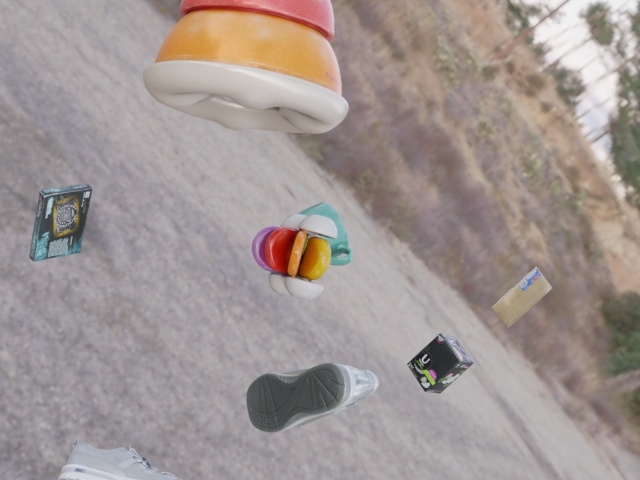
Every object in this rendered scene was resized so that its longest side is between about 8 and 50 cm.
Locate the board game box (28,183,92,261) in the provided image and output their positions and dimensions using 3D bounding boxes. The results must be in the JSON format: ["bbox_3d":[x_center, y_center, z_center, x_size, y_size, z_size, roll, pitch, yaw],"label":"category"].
[{"bbox_3d":[-0.604,-0.041,2.286,0.126,0.186,0.026,-13,43,-42],"label":"board game box"}]

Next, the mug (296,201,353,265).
[{"bbox_3d":[-0.004,-0.009,2.225,0.158,0.097,0.129,20,-48,63],"label":"mug"}]

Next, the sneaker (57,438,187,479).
[{"bbox_3d":[-0.353,0.445,1.888,0.281,0.105,0.115,19,45,-18],"label":"sneaker"}]

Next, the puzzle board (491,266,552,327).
[{"bbox_3d":[0.428,0.120,2.095,0.096,0.128,0.011,44,4,-46],"label":"puzzle board"}]

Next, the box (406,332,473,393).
[{"bbox_3d":[0.199,0.204,1.635,0.052,0.083,0.062,18,33,-52],"label":"box"}]

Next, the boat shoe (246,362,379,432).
[{"bbox_3d":[-0.027,0.301,1.899,0.103,0.320,0.118,7,67,-40],"label":"boat shoe"}]

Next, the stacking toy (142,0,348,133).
[{"bbox_3d":[-0.095,-0.439,1.683,0.350,0.480,0.350,9,-4,1],"label":"stacking toy"}]

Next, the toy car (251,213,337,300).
[{"bbox_3d":[-0.061,0.023,1.856,0.136,0.159,0.182,15,-4,-27],"label":"toy car"}]
